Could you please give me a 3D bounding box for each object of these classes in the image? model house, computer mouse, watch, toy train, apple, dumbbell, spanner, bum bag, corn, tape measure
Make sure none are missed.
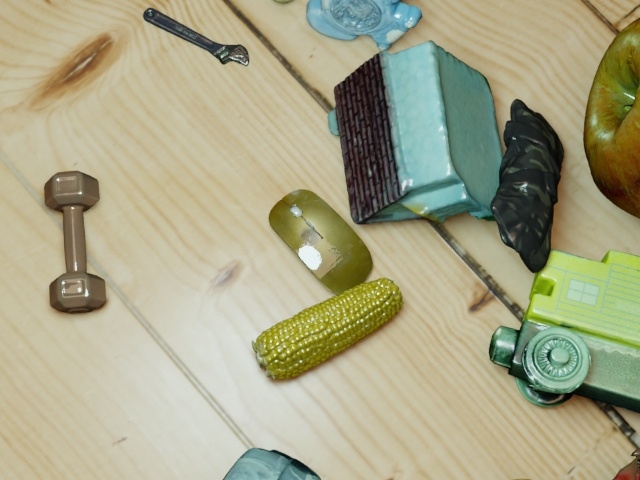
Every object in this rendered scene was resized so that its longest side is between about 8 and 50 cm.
[{"bbox_3d":[0.143,-0.147,1.802,0.249,0.230,0.280,-17,70,32],"label":"model house"},{"bbox_3d":[0.000,0.000,1.817,0.102,0.045,0.199,-39,82,-14],"label":"computer mouse"},{"bbox_3d":[0.087,-0.458,1.884,0.211,0.211,0.193,14,61,0],"label":"watch"},{"bbox_3d":[0.502,0.163,1.729,0.442,0.179,0.272,16,71,9],"label":"toy train"},{"bbox_3d":[0.616,-0.187,1.744,0.374,0.374,0.384,6,61,-2],"label":"apple"},{"bbox_3d":[-0.401,0.004,1.772,0.092,0.082,0.230,-6,76,-4],"label":"dumbbell"},{"bbox_3d":[-0.218,-0.359,1.912,0.208,0.012,0.046,27,75,4],"label":"spanner"},{"bbox_3d":[0.339,-0.103,1.764,0.144,0.095,0.340,50,40,-29],"label":"bum bag"},{"bbox_3d":[0.013,0.140,1.759,0.260,0.091,0.091,-28,88,-11],"label":"corn"},{"bbox_3d":[-0.111,0.438,1.590,0.147,0.256,0.275,27,81,7],"label":"tape measure"}]

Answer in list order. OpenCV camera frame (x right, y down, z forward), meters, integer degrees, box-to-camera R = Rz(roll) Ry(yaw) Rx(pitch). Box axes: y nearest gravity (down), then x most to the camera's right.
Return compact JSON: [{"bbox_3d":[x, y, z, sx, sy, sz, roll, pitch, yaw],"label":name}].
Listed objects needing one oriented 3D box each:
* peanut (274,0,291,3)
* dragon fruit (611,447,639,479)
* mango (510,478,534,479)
[{"bbox_3d":[-0.042,-0.504,1.926,0.082,0.082,0.187,30,76,4],"label":"peanut"},{"bbox_3d":[0.527,0.417,1.665,0.192,0.193,0.274,38,84,8],"label":"dragon fruit"},{"bbox_3d":[0.258,0.482,1.666,0.257,0.138,0.187,-20,96,-4],"label":"mango"}]
